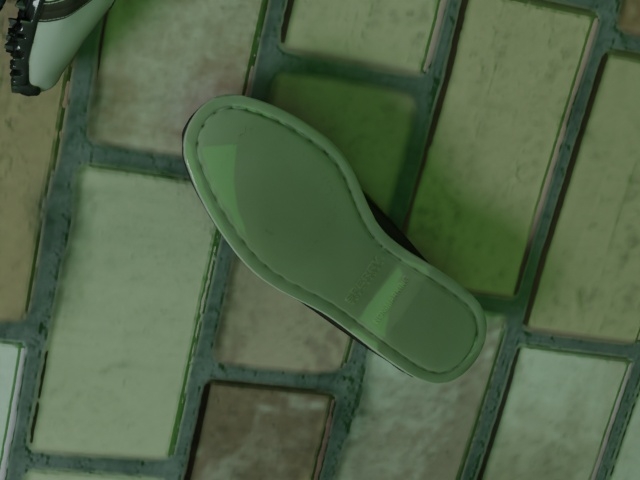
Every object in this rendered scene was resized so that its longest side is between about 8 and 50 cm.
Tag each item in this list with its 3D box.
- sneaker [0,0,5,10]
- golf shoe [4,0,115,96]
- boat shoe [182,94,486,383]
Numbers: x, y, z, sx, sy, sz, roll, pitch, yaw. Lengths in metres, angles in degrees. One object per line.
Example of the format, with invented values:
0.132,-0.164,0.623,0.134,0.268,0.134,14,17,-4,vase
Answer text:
-0.195,-0.223,0.552,0.153,0.094,0.234,8,109,-16,sneaker
-0.092,-0.151,0.617,0.094,0.077,0.198,23,105,-22,golf shoe
0.000,0.000,0.705,0.228,0.069,0.081,43,84,-25,boat shoe
